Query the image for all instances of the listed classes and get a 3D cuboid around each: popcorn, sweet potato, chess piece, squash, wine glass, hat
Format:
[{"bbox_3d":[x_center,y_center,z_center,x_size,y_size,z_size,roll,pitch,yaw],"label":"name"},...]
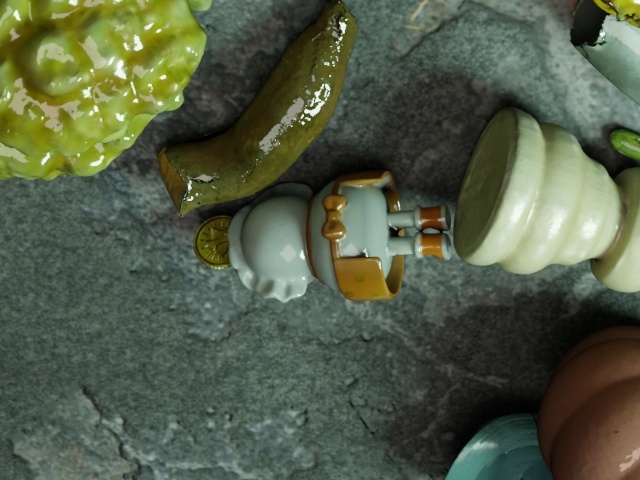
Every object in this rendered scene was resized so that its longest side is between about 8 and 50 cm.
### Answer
[{"bbox_3d":[-0.259,-0.185,1.821,0.335,0.279,0.274,-44,128,9],"label":"popcorn"},{"bbox_3d":[-0.057,-0.128,1.943,0.112,0.085,0.286,39,113,-12],"label":"sweet potato"},{"bbox_3d":[0.303,-0.017,1.954,0.299,0.167,0.167,17,118,-11],"label":"chess piece"},{"bbox_3d":[0.340,-0.094,1.978,0.083,0.027,0.027,21,117,-10],"label":"squash"},{"bbox_3d":[0.350,-0.180,1.883,0.204,0.111,0.111,31,115,-17],"label":"wine glass"},{"bbox_3d":[0.220,0.243,2.143,0.191,0.078,0.138,11,129,-25],"label":"hat"}]

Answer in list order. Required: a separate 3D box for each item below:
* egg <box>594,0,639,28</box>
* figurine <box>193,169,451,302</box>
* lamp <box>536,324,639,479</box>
[{"bbox_3d":[0.338,-0.359,1.735,0.337,0.201,0.337,-14,134,-15],"label":"egg"},{"bbox_3d":[0.001,-0.004,1.981,0.271,0.143,0.143,3,119,-1],"label":"figurine"},{"bbox_3d":[0.354,0.240,2.006,0.305,0.305,0.239,37,112,-17],"label":"lamp"}]
